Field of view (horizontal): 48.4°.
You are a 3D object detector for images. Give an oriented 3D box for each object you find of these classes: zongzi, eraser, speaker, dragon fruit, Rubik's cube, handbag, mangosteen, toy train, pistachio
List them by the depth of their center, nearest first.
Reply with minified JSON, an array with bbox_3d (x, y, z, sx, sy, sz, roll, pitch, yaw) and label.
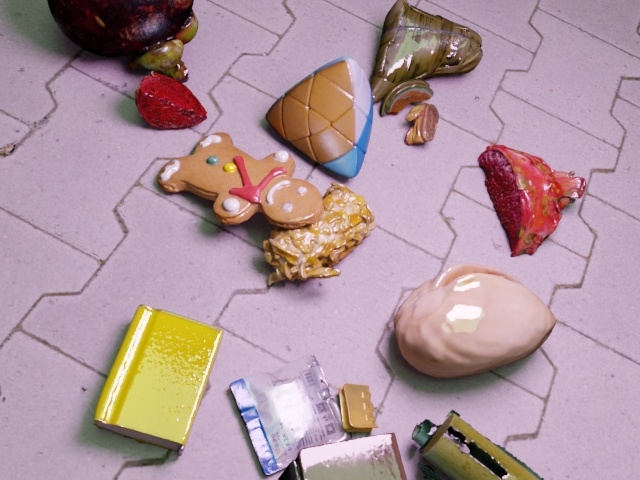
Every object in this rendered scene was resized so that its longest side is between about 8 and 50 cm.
[{"bbox_3d":[0.050,0.440,1.100,0.192,0.153,0.231,-4,61,-17],"label":"speaker"},{"bbox_3d":[0.292,0.388,1.168,0.307,0.189,0.126,37,60,11],"label":"toy train"},{"bbox_3d":[-0.268,0.228,1.196,0.157,0.069,0.226,17,57,-2],"label":"eraser"},{"bbox_3d":[0.066,0.294,1.256,0.061,0.027,0.083,11,54,-27],"label":"handbag"},{"bbox_3d":[0.289,0.154,1.318,0.317,0.214,0.193,2,19,-20],"label":"pistachio"},{"bbox_3d":[-0.326,-0.289,1.487,0.162,0.083,0.106,12,44,-37],"label":"dragon fruit"},{"bbox_3d":[-0.403,-0.501,1.505,0.305,0.360,0.306,-14,43,13],"label":"mangosteen"},{"bbox_3d":[0.047,-0.306,1.508,0.254,0.254,0.255,6,59,-10],"label":"Rubik's cube"},{"bbox_3d":[0.476,-0.117,1.549,0.211,0.134,0.262,-6,61,-20],"label":"dragon fruit"},{"bbox_3d":[0.249,-0.402,1.681,0.250,0.125,0.275,16,73,-7],"label":"zongzi"}]

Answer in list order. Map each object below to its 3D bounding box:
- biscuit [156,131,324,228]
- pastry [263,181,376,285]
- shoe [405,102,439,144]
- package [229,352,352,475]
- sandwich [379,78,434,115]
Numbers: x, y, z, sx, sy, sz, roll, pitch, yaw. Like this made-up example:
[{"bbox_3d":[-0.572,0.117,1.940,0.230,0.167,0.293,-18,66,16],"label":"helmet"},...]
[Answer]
[{"bbox_3d":[-0.141,-0.120,1.387,0.339,0.047,0.216,29,56,28],"label":"biscuit"},{"bbox_3d":[0.000,0.000,1.379,0.154,0.102,0.250,44,59,5],"label":"pastry"},{"bbox_3d":[0.224,-0.266,1.612,0.072,0.069,0.109,19,61,-47],"label":"shoe"},{"bbox_3d":[-0.051,0.296,1.236,0.173,0.027,0.171,-16,68,-22],"label":"package"},{"bbox_3d":[0.193,-0.328,1.629,0.135,0.067,0.029,-31,38,-4],"label":"sandwich"}]
